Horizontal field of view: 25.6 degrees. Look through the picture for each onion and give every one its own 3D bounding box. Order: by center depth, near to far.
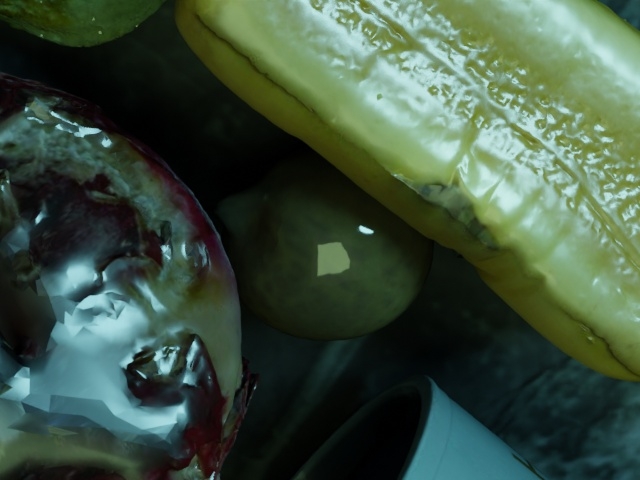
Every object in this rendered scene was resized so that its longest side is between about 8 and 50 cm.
[{"bbox_3d":[-0.180,0.061,0.691,0.314,0.232,0.314,2,100,9],"label":"onion"}]

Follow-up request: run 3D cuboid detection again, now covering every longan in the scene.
[{"bbox_3d":[0.000,0.000,0.697,0.113,0.092,0.113,4,138,3],"label":"longan"}]

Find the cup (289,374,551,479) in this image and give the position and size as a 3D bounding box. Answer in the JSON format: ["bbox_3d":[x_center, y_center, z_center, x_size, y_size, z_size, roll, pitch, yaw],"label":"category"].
[{"bbox_3d":[0.076,0.287,0.754,0.311,0.257,0.331,38,126,-5],"label":"cup"}]

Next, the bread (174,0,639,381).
[{"bbox_3d":[0.077,-0.063,0.641,0.305,0.091,0.142,37,83,-18],"label":"bread"}]

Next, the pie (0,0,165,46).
[{"bbox_3d":[-0.136,-0.160,0.606,0.187,0.041,0.187,11,138,10],"label":"pie"}]
